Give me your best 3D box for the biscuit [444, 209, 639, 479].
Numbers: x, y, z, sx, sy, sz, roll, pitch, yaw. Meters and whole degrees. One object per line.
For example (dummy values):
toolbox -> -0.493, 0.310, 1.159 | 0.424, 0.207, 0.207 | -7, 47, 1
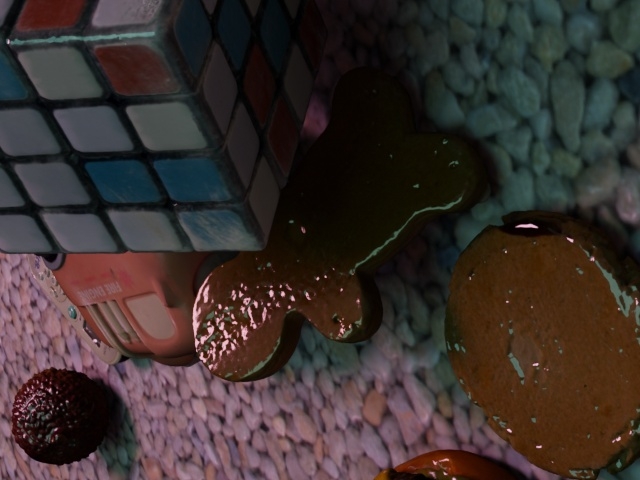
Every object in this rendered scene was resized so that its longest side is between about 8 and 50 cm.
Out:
biscuit -> 0.182, 0.080, 1.120 | 0.226, 0.042, 0.226 | 23, 121, 45

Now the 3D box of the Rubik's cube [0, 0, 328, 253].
Rubik's cube -> -0.166, -0.158, 1.176 | 0.256, 0.253, 0.259 | -2, 139, 21

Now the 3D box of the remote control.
remote control -> -0.282, 0.063, 1.721 | 0.221, 0.042, 0.078 | 42, 132, 34

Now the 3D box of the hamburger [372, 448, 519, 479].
hamburger -> 0.072, 0.328, 1.206 | 0.291, 0.225, 0.291 | 18, 114, 48

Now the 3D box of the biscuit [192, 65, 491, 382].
biscuit -> 0.000, 0.000, 1.233 | 0.301, 0.049, 0.197 | -50, 55, 15

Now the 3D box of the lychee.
lychee -> -0.319, 0.210, 1.762 | 0.129, 0.123, 0.123 | 42, 134, 47

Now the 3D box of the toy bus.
toy bus -> -0.145, 0.014, 1.408 | 0.288, 0.194, 0.232 | -11, 102, 53
